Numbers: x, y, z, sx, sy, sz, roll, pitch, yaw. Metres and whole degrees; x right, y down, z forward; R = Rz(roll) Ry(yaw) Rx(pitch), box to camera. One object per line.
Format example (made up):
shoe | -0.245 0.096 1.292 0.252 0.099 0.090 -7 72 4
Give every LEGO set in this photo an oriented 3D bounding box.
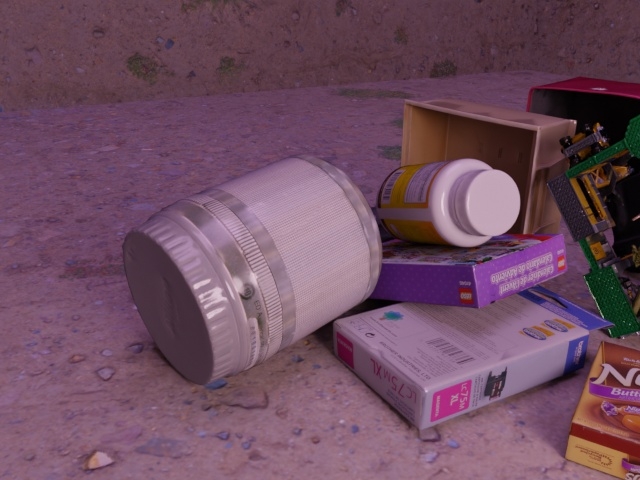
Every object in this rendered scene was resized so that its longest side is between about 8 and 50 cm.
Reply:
LEGO set | 0.483 -0.026 0.878 0.192 0.255 0.332 -15 71 -35

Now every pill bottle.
pill bottle | 0.173 -0.052 0.885 0.117 0.118 0.215 -8 6 -22

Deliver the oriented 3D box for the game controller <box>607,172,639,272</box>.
game controller | 0.578 -0.057 0.981 0.067 0.167 0.319 10 -19 -22

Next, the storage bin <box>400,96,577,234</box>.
storage bin | 0.274 -0.101 1.104 0.123 0.261 0.262 -19 30 -38

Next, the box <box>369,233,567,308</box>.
box | 0.166 0.037 0.914 0.200 0.057 0.293 -15 9 -37

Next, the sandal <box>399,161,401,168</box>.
sandal | 0.339 -0.175 1.508 0.317 0.126 0.138 -7 -13 -4

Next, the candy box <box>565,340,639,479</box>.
candy box | 0.344 0.184 0.697 0.109 0.053 0.186 13 24 28

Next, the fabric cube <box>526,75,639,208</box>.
fabric cube | 0.614 -0.211 1.394 0.254 0.259 0.258 20 29 39

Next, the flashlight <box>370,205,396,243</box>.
flashlight | 0.000 0.000 1.051 0.303 0.103 0.103 -14 26 -32

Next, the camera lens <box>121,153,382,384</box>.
camera lens | -0.075 0.027 0.802 0.274 0.220 0.219 -27 35 -34

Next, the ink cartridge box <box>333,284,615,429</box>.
ink cartridge box | 0.195 0.126 0.812 0.310 0.065 0.185 -13 24 -27
